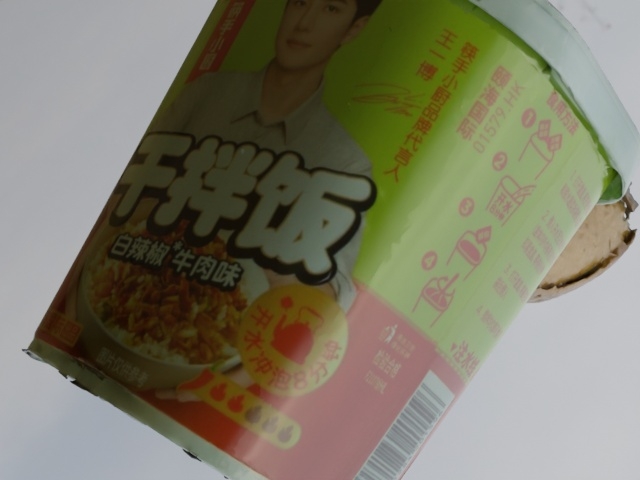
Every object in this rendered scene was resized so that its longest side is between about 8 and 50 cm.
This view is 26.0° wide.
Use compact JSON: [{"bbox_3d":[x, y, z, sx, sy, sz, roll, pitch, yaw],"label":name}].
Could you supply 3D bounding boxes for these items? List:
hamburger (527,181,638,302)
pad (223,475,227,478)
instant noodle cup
[{"bbox_3d":[0.070,-0.064,1.335,0.268,0.445,0.287,-1,-133,52],"label":"hamburger"},{"bbox_3d":[-0.041,0.214,1.588,0.188,0.113,0.006,-10,-163,19],"label":"pad"},{"bbox_3d":[0.000,0.000,0.846,0.308,0.294,0.294,-58,-159,-11],"label":"instant noodle cup"}]
